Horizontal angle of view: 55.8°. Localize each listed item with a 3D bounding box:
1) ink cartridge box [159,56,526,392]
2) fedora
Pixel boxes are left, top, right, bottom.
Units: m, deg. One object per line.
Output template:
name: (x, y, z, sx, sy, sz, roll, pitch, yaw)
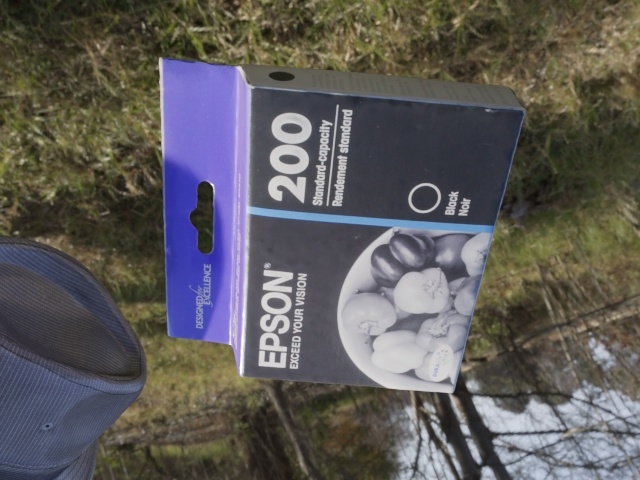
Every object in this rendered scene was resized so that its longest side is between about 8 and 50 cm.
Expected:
ink cartridge box: (0.000, 0.000, 0.381, 0.208, 0.206, 0.045, 5, -152, -1)
fedora: (-0.244, 0.096, 0.509, 0.124, 0.243, 0.275, -32, 125, 11)
